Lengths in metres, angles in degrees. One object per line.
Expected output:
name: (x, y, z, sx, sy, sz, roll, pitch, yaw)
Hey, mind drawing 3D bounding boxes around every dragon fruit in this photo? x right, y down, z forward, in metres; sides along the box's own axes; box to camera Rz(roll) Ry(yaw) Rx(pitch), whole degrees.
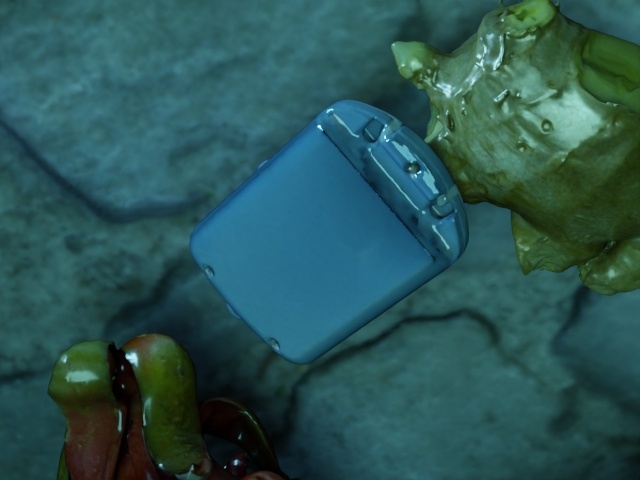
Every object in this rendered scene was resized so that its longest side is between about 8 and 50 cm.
dragon fruit: (-0.078, 0.224, 0.889, 0.243, 0.227, 0.307, 15, 89, -3)

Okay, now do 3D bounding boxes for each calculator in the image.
calculator: (0.000, 0.000, 0.859, 0.121, 0.039, 0.210, 49, 133, -1)

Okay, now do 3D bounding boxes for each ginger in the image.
ginger: (0.136, -0.063, 0.815, 0.216, 0.102, 0.157, 31, 137, -5)

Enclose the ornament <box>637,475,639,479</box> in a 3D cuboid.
ornament: (0.316, 0.178, 0.842, 0.196, 0.153, 0.166, 47, 70, -29)
